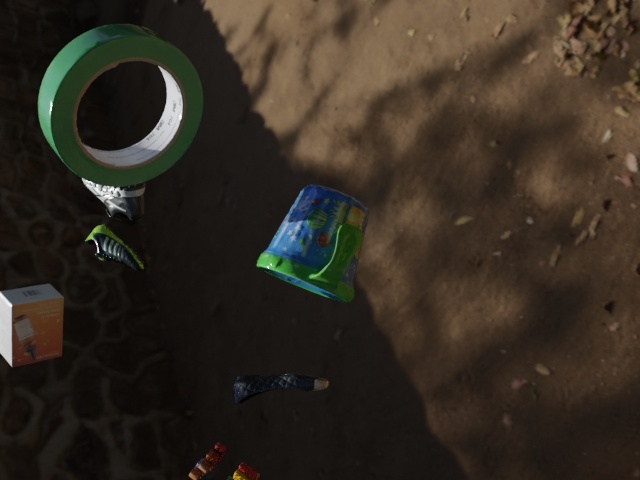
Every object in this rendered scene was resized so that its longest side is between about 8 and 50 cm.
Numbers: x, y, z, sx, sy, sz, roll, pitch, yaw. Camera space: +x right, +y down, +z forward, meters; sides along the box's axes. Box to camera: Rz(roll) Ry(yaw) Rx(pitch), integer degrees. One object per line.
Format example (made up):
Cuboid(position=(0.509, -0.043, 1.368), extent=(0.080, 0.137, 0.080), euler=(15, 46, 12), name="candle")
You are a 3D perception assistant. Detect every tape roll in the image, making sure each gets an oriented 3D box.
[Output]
Cuboid(position=(-0.394, -0.266, 1.517), extent=(0.077, 0.321, 0.321), euler=(42, 114, 40), name="tape roll")

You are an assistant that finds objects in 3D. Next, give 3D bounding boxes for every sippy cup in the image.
Cuboid(position=(0.000, 0.000, 1.745), extent=(0.305, 0.240, 0.224), euler=(17, 82, 35), name="sippy cup")

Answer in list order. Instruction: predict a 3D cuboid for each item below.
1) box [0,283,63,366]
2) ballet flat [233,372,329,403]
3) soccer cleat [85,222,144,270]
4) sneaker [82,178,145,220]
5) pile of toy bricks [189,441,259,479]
Cuboid(position=(-0.721, 0.210, 1.884), extent=(0.091, 0.130, 0.171), euler=(27, 117, 43), name="box")
Cuboid(position=(-0.069, 0.259, 1.328), extent=(0.173, 0.057, 0.049), euler=(-5, 75, 12), name="ballet flat")
Cuboid(position=(-0.498, 0.031, 1.838), extent=(0.179, 0.060, 0.072), euler=(37, 78, 25), name="soccer cleat")
Cuboid(position=(-0.480, -0.100, 1.754), extent=(0.234, 0.078, 0.106), euler=(18, 120, 42), name="sneaker")
Cuboid(position=(-0.180, 0.439, 1.237), extent=(0.118, 0.105, 0.212), euler=(32, 130, 15), name="pile of toy bricks")
